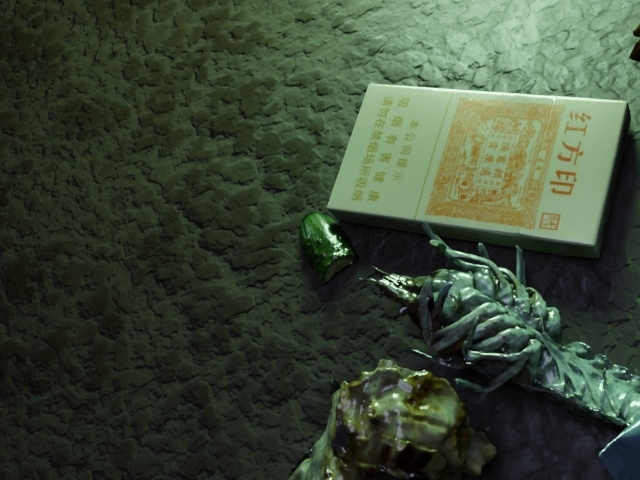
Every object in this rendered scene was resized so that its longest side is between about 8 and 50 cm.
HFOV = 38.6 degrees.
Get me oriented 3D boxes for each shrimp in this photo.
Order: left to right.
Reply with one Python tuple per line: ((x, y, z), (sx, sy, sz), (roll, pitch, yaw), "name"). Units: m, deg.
((0.225, 0.106, 1.048), (0.410, 0.166, 0.221), (34, 48, 19), "shrimp")

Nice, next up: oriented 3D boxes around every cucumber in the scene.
((0.000, 0.000, 1.263), (0.067, 0.035, 0.107), (-37, 55, 6), "cucumber")

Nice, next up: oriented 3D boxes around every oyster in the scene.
((0.029, 0.273, 1.053), (0.337, 0.133, 0.198), (-38, 87, 26), "oyster")

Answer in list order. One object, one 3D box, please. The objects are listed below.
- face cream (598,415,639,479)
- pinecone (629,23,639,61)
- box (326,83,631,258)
((0.429, 0.134, 0.917), (0.385, 0.136, 0.086), (-40, 15, -20), "face cream")
((0.514, -0.187, 0.930), (0.397, 0.398, 0.398), (-10, 63, 20), "pinecone")
((0.203, -0.100, 1.208), (0.365, 0.051, 0.205), (9, 70, 28), "box")
